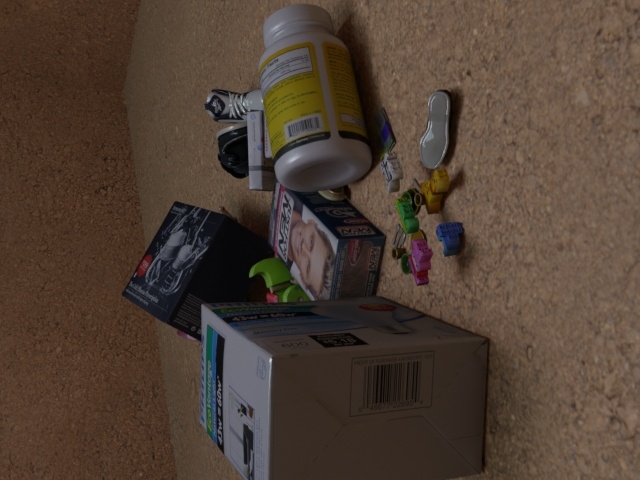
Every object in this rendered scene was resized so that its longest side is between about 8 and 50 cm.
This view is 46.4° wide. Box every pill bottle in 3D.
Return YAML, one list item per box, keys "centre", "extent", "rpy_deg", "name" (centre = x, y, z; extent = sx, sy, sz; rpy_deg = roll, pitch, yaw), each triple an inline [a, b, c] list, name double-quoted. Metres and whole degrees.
- centre: [-0.019, -0.278, 1.454]
  extent: [0.188, 0.188, 0.333]
  rpy_deg: [136, 128, -60]
  name: "pill bottle"

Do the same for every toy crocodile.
- centre: [-0.064, 0.198, 1.675]
  extent: [0.115, 0.105, 0.340]
  rpy_deg: [7, 114, 67]
  name: "toy crocodile"

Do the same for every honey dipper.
- centre: [-0.291, -0.076, 2.315]
  extent: [0.160, 0.031, 0.030]
  rpy_deg: [-133, 45, -63]
  name: "honey dipper"

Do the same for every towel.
- centre: [0.113, -0.196, 1.380]
  extent: [0.060, 0.009, 0.083]
  rpy_deg: [122, 139, -52]
  name: "towel"

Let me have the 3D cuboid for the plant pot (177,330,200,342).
- centre: [-0.303, 0.207, 2.190]
  extent: [0.201, 0.201, 0.180]
  rpy_deg: [6, 82, 67]
  name: "plant pot"

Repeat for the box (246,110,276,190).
- centre: [-0.136, -0.214, 1.823]
  extent: [0.145, 0.038, 0.186]
  rpy_deg: [-6, -86, -74]
  name: "box"

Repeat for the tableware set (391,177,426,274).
- centre: [0.153, -0.022, 1.291]
  extent: [0.104, 0.024, 0.154]
  rpy_deg: [-119, 35, -46]
  name: "tableware set"

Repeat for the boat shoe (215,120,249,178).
- centre: [-0.207, -0.227, 1.957]
  extent: [0.340, 0.127, 0.113]
  rpy_deg: [157, 98, -74]
  name: "boat shoe"

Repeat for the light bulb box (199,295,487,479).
- centre: [0.017, 0.234, 1.212]
  extent: [0.361, 0.358, 0.225]
  rpy_deg: [-164, 74, -64]
  name: "light bulb box"

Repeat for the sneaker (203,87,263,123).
- centre: [-0.223, -0.352, 1.962]
  extent: [0.235, 0.153, 0.094]
  rpy_deg: [-161, 70, -65]
  name: "sneaker"

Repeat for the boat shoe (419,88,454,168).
- centre: [0.185, -0.176, 1.180]
  extent: [0.046, 0.038, 0.125]
  rpy_deg: [11, 114, 23]
  name: "boat shoe"

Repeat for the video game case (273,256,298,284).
- centre: [-0.078, 0.177, 1.848]
  extent: [0.206, 0.026, 0.226]
  rpy_deg: [-148, 59, -63]
  name: "video game case"

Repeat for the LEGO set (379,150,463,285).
- centre: [0.167, -0.057, 1.168]
  extent: [0.093, 0.087, 0.227]
  rpy_deg: [98, 159, -61]
  name: "LEGO set"

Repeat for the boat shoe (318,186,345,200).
- centre: [0.016, -0.140, 1.558]
  extent: [0.153, 0.056, 0.048]
  rpy_deg: [-107, 22, -47]
  name: "boat shoe"

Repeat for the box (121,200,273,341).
- centre: [-0.338, 0.082, 2.020]
  extent: [0.343, 0.179, 0.312]
  rpy_deg: [15, 74, 55]
  name: "box"

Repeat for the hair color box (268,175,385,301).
- centre: [0.000, 0.000, 1.546]
  extent: [0.347, 0.105, 0.173]
  rpy_deg: [-134, 46, -56]
  name: "hair color box"

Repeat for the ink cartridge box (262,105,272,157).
- centre: [-0.062, -0.262, 1.687]
  extent: [0.191, 0.082, 0.139]
  rpy_deg: [-178, 86, -68]
  name: "ink cartridge box"
